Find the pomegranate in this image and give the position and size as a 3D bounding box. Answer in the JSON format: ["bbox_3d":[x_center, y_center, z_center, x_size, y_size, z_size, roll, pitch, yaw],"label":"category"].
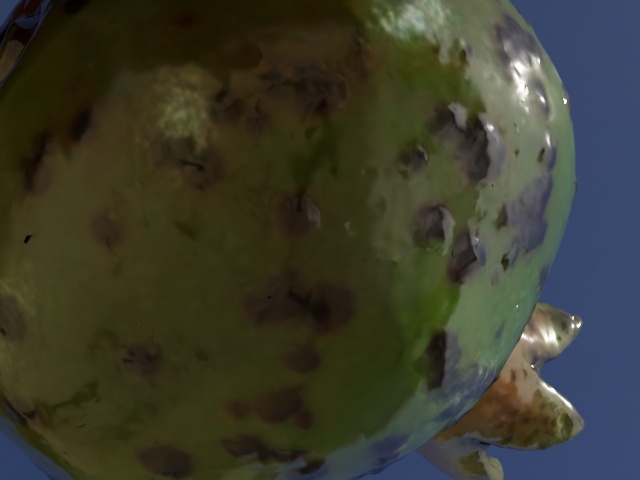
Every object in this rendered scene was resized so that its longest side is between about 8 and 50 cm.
[{"bbox_3d":[0.005,-0.012,0.637,0.286,0.231,0.231,6,-57,-36],"label":"pomegranate"}]
